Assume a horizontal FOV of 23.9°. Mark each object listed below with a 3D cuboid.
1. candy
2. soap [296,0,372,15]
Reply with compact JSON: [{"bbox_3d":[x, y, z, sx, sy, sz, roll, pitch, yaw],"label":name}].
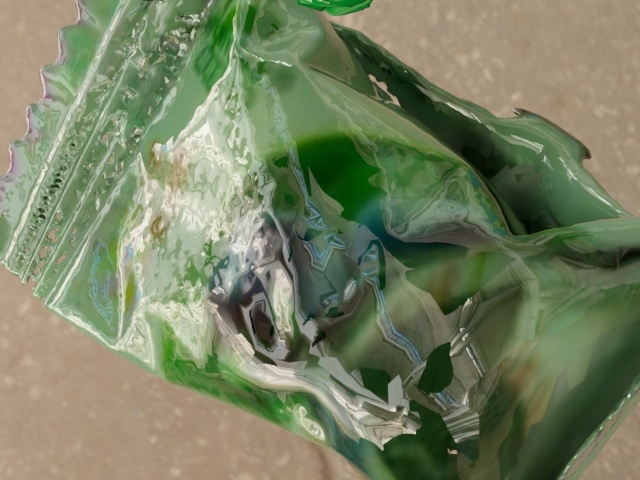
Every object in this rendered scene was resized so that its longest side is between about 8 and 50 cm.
[{"bbox_3d":[-0.003,0.000,0.800,0.398,0.172,0.263,34,101,15],"label":"candy"},{"bbox_3d":[0.024,-0.220,0.460,0.218,0.098,0.273,35,94,-6],"label":"soap"}]
